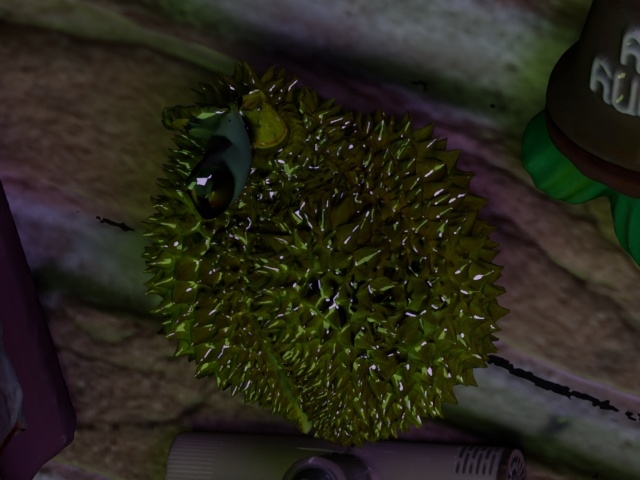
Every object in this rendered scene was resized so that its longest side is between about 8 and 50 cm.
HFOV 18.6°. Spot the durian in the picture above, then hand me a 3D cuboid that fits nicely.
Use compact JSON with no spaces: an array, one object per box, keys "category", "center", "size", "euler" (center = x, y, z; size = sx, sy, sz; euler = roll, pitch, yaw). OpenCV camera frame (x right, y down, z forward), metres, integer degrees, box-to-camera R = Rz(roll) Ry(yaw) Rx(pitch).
[{"category":"durian","center":[-0.003,0.003,0.930],"size":[0.198,0.146,0.159],"euler":[45,142,-8]}]

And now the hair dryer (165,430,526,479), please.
[{"category":"hair dryer","center":[-0.017,0.128,0.982],"size":[0.195,0.220,0.054],"euler":[0,87,20]}]

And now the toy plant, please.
[{"category":"toy plant","center":[0.156,-0.042,0.871],"size":[0.142,0.105,0.200],"euler":[14,138,19]}]

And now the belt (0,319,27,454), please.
[{"category":"belt","center":[-0.243,0.071,0.913],"size":[0.201,0.124,0.128],"euler":[34,125,-9]}]

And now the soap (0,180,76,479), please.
[{"category":"soap","center":[-0.290,-0.007,1.025],"size":[0.233,0.128,0.360],"euler":[-3,121,17]}]
